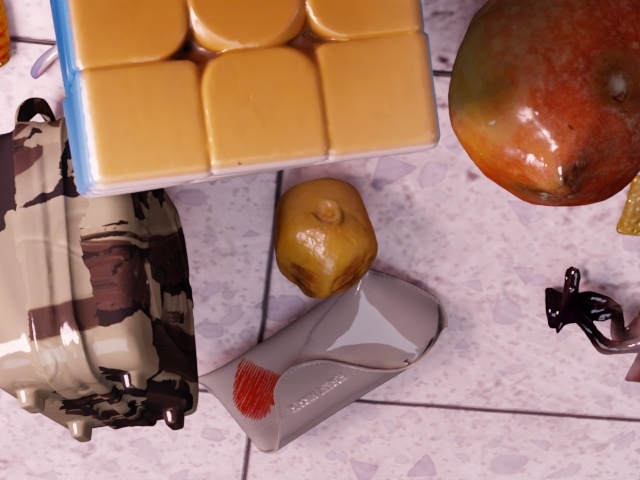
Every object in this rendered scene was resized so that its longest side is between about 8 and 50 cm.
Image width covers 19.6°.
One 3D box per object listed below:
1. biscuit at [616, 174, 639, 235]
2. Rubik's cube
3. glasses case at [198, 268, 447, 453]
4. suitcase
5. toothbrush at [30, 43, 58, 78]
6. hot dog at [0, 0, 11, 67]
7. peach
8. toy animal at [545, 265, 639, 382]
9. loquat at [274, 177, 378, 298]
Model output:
[{"bbox_3d":[0.370,-0.035,2.018,0.081,0.018,0.083,5,131,-5],"label":"biscuit"},{"bbox_3d":[-0.083,-0.198,1.583,0.291,0.290,0.291,-7,91,-10],"label":"Rubik's cube"},{"bbox_3d":[-0.004,0.143,2.135,0.308,0.083,0.128,-35,124,27],"label":"glasses case"},{"bbox_3d":[-0.244,0.017,1.863,0.194,0.339,0.351,-9,164,4],"label":"suitcase"},{"bbox_3d":[-0.191,-0.232,1.835,0.269,0.021,0.027,-30,113,24],"label":"toothbrush"},{"bbox_3d":[-0.342,-0.219,1.833,0.062,0.038,0.144,-4,133,3],"label":"hot dog"},{"bbox_3d":[0.235,-0.135,1.769,0.232,0.256,0.232,-2,130,-2],"label":"peach"},{"bbox_3d":[0.413,0.074,2.067,0.324,0.090,0.195,-17,134,18],"label":"toy animal"},{"bbox_3d":[0.000,0.000,1.979,0.113,0.137,0.137,-15,136,-22],"label":"loquat"}]
